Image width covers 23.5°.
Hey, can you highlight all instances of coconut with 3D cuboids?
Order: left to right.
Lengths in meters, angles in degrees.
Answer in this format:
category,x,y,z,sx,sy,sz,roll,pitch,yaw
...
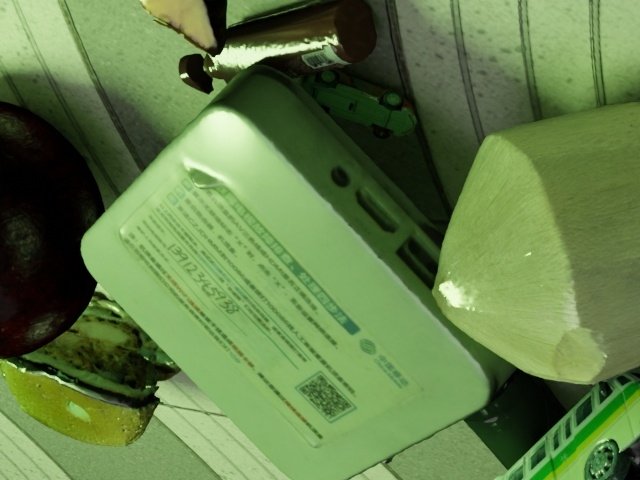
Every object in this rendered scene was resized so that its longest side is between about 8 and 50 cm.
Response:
category,x,y,z,sx,sy,sz,roll,pitch,yaw
coconut,0.223,0.007,1.350,0.237,0.266,0.237,166,90,-74

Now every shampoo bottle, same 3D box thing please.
category,x,y,z,sx,sy,sz,roll,pitch,yaw
shampoo bottle,-0.049,-0.184,1.493,0.236,0.067,0.068,-6,125,43

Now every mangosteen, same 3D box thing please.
category,x,y,z,sx,sy,sz,roll,pitch,yaw
mangosteen,-0.414,-0.003,1.772,0.307,0.347,0.306,13,113,32

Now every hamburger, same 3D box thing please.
category,x,y,z,sx,sy,sz,roll,pitch,yaw
hamburger,-0.327,0.175,2.119,0.288,0.167,0.192,22,147,10

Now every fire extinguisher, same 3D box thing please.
category,x,y,z,sx,sy,sz,roll,pitch,yaw
fire extinguisher,0.273,0.261,1.842,0.311,0.095,0.114,49,169,-31

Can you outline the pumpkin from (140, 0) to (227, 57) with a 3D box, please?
category,x,y,z,sx,sy,sz,roll,pitch,yaw
pumpkin,-0.158,-0.316,1.372,0.278,0.111,0.163,34,132,-6

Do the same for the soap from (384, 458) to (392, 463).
category,x,y,z,sx,sy,sz,roll,pitch,yaw
soap,0.089,0.154,1.789,0.091,0.145,0.230,26,150,4

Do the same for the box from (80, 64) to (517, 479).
category,x,y,z,sx,sy,sz,roll,pitch,yaw
box,-0.028,0.053,1.572,0.396,0.111,0.396,46,142,-5

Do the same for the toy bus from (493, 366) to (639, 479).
category,x,y,z,sx,sy,sz,roll,pitch,yaw
toy bus,0.311,0.259,1.685,0.134,0.164,0.276,29,119,-21

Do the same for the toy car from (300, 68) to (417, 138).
category,x,y,z,sx,sy,sz,roll,pitch,yaw
toy car,0.038,-0.139,1.516,0.122,0.035,0.059,18,148,0
